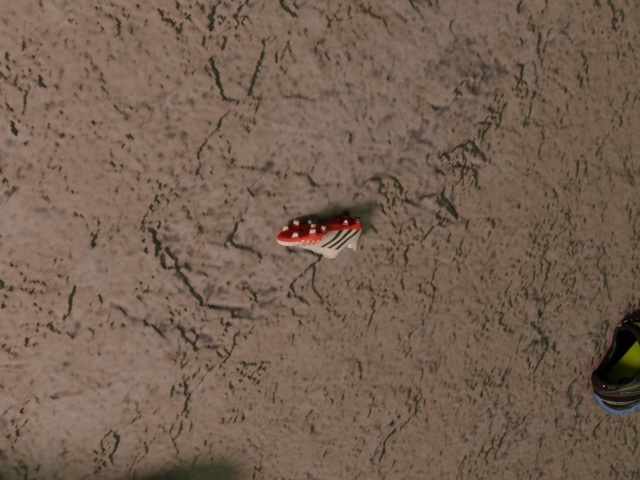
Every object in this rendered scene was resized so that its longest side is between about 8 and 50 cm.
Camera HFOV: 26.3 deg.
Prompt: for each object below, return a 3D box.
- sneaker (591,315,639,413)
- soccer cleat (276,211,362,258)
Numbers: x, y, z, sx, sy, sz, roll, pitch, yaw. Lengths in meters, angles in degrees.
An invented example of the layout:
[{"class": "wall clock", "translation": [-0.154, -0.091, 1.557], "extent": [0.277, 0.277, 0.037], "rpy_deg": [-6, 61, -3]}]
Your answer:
[{"class": "sneaker", "translation": [0.356, 0.102, 1.434], "extent": [0.188, 0.067, 0.078], "rpy_deg": [-45, 140, -2]}, {"class": "soccer cleat", "translation": [0.000, 0.000, 1.131], "extent": [0.083, 0.029, 0.035], "rpy_deg": [-13, 119, -36]}]
